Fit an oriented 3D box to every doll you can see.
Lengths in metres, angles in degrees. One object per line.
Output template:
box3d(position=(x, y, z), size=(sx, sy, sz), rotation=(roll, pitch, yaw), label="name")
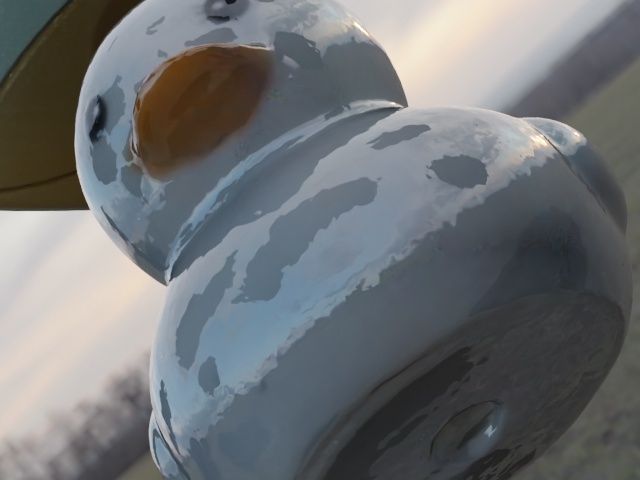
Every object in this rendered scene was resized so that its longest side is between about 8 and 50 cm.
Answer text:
box3d(position=(0.000, 0.000, 0.764), size=(0.221, 0.221, 0.251), rotation=(-42, -32, 5), label="doll")

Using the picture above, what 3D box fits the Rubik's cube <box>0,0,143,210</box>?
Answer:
box3d(position=(-0.212, -0.249, 1.648), size=(0.347, 0.351, 0.352), rotation=(-3, -56, -35), label="Rubik's cube")
